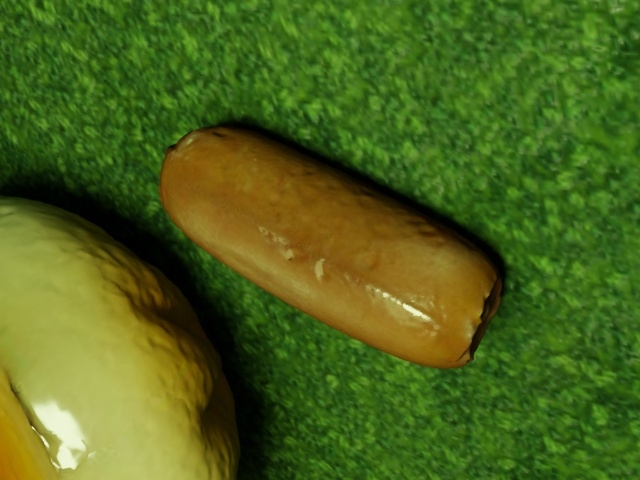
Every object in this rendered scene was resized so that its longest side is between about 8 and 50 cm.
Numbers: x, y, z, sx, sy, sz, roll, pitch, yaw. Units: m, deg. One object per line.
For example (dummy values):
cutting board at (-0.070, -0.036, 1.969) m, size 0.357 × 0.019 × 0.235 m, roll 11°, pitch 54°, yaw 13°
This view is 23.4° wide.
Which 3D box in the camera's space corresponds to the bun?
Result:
bun at (-0.148, 0.105, 0.935) m, size 0.299 × 0.164 × 0.299 m, roll 34°, pitch 136°, yaw 40°

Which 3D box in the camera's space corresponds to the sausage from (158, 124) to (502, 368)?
sausage at (0.000, 0.000, 0.782) m, size 0.197 × 0.076 × 0.076 m, roll 29°, pitch 139°, yaw 21°
